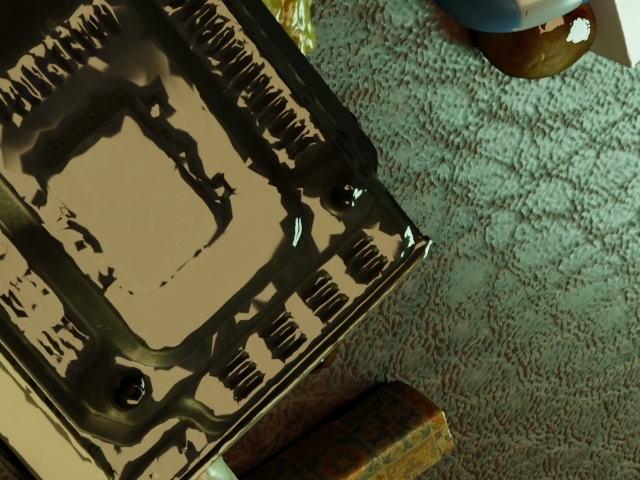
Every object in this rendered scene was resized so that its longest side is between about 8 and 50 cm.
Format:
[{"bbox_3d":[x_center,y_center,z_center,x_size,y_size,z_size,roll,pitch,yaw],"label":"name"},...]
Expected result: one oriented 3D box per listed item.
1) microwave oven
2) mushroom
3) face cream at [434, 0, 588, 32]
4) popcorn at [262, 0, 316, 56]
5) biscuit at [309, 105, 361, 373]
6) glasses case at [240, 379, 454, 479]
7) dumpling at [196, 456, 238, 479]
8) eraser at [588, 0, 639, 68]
[{"bbox_3d":[-0.154,-0.053,0.997,0.286,0.218,0.355,-42,108,-13],"label":"microwave oven"},{"bbox_3d":[0.157,-0.174,1.370,0.073,0.088,0.129,-72,149,-56],"label":"mushroom"},{"bbox_3d":[0.183,-0.241,1.303,0.264,0.149,0.083,-39,153,-17],"label":"face cream"},{"bbox_3d":[-0.060,-0.141,1.189,0.121,0.106,0.116,40,74,-48],"label":"popcorn"},{"bbox_3d":[0.000,0.000,1.279,0.192,0.049,0.192,10,90,-77],"label":"biscuit"},{"bbox_3d":[-0.005,0.189,1.421,0.218,0.075,0.049,-32,127,-22],"label":"glasses case"},{"bbox_3d":[-0.100,0.177,1.364,0.059,0.043,0.077,-46,151,12],"label":"dumpling"},{"bbox_3d":[0.316,-0.255,1.446,0.298,0.078,0.076,-38,131,-18],"label":"eraser"}]
